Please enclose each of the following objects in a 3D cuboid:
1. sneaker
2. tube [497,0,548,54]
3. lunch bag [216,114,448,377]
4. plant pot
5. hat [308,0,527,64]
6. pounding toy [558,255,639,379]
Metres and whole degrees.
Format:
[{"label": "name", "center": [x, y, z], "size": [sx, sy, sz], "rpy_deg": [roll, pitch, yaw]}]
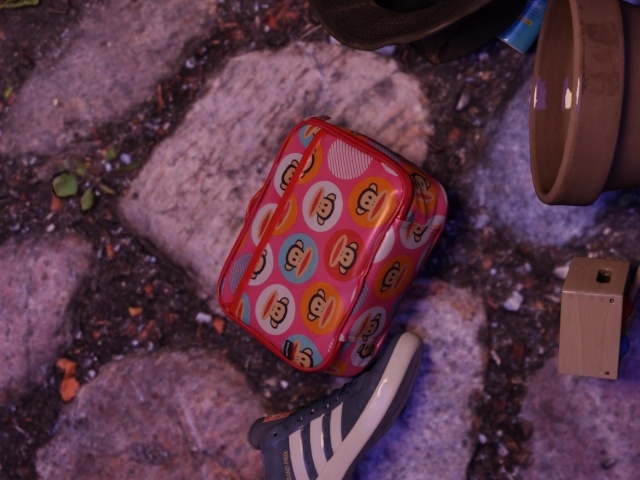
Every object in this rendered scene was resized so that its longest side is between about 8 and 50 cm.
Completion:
[{"label": "sneaker", "center": [-0.004, 0.242, 1.781], "size": [0.148, 0.131, 0.350], "rpy_deg": [35, 102, 14]}, {"label": "tube", "center": [0.283, -0.326, 1.668], "size": [0.080, 0.052, 0.207], "rpy_deg": [34, 100, 9]}, {"label": "lunch bag", "center": [0.000, 0.000, 1.735], "size": [0.258, 0.120, 0.293], "rpy_deg": [34, 103, 38]}, {"label": "plant pot", "center": [0.374, -0.164, 1.570], "size": [0.229, 0.263, 0.263], "rpy_deg": [3, 98, -1]}, {"label": "hat", "center": [0.154, -0.302, 1.634], "size": [0.331, 0.331, 0.134], "rpy_deg": [-13, 133, 18]}, {"label": "pounding toy", "center": [0.349, 0.078, 1.662], "size": [0.100, 0.141, 0.130], "rpy_deg": [6, 113, 16]}]
